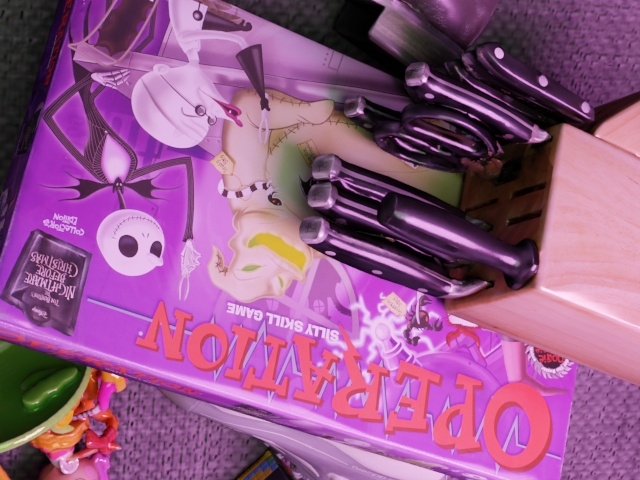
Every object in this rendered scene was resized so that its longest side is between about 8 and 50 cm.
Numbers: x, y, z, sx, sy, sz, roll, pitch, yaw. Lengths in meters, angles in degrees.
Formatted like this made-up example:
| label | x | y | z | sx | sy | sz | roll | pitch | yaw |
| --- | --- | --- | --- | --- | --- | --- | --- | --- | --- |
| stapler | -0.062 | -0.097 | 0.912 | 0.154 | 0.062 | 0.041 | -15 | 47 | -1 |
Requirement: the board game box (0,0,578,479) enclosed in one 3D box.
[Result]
| label | x | y | z | sx | sy | sz | roll | pitch | yaw |
| --- | --- | --- | --- | --- | --- | --- | --- | --- | --- |
| board game box | 0.000 | 0.000 | 0.750 | 0.346 | 0.056 | 0.208 | 20 | 75 | -25 |

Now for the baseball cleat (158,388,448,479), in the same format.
| label | x | y | z | sx | sy | sz | roll | pitch | yaw |
| --- | --- | --- | --- | --- | --- | --- | --- | --- | --- |
| baseball cleat | -0.022 | 0.119 | 0.839 | 0.205 | 0.072 | 0.109 | 21 | 134 | 13 |

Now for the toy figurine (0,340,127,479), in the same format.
| label | x | y | z | sx | sy | sz | roll | pitch | yaw |
| --- | --- | --- | --- | --- | --- | --- | --- | --- | --- |
| toy figurine | -0.172 | 0.129 | 0.816 | 0.173 | 0.130 | 0.159 | -31 | 133 | -32 |

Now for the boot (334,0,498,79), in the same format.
| label | x | y | z | sx | sy | sz | roll | pitch | yaw |
| --- | --- | --- | --- | --- | --- | --- | --- | --- | --- |
| boot | 0.053 | -0.233 | 0.764 | 0.263 | 0.091 | 0.229 | 35 | 90 | -30 |

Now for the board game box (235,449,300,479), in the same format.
| label | x | y | z | sx | sy | sz | roll | pitch | yaw |
| --- | --- | --- | --- | --- | --- | --- | --- | --- | --- |
| board game box | -0.030 | 0.248 | 0.922 | 0.141 | 0.048 | 0.170 | -41 | 116 | 1 |

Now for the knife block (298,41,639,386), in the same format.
| label | x | y | z | sx | sy | sz | roll | pitch | yaw |
| --- | --- | --- | --- | --- | --- | --- | --- | --- | --- |
| knife block | 0.129 | 0.019 | 0.742 | 0.242 | 0.088 | 0.276 | -30 | 96 | -30 |
